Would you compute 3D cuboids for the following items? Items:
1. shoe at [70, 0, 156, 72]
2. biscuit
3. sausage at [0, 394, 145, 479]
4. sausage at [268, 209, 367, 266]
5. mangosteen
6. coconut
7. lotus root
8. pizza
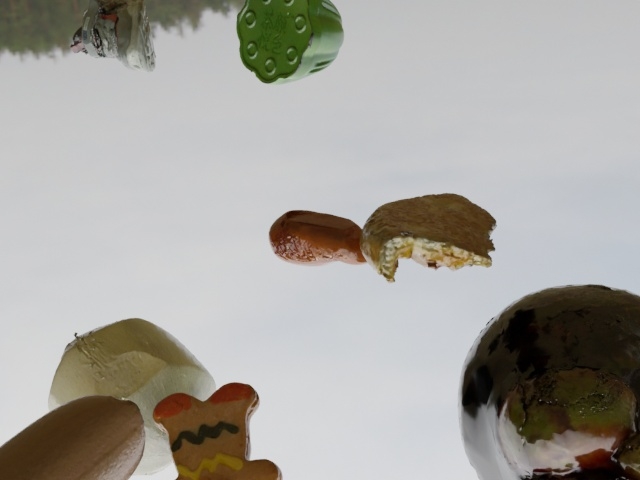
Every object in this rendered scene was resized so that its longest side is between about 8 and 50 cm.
[{"bbox_3d":[-0.321,-0.320,1.483,0.125,0.099,0.227,-9,-149,-10],"label":"shoe"},{"bbox_3d":[-0.133,0.304,1.258,0.165,0.250,0.036,-14,151,5],"label":"biscuit"},{"bbox_3d":[-0.296,0.263,1.007,0.123,0.123,0.253,7,-150,36],"label":"sausage"},{"bbox_3d":[0.000,0.000,1.501,0.179,0.089,0.089,7,-161,22],"label":"sausage"},{"bbox_3d":[0.394,0.260,1.346,0.381,0.381,0.421,-10,-149,-16],"label":"mangosteen"},{"bbox_3d":[-0.297,0.257,1.552,0.245,0.245,0.247,-16,-145,-35],"label":"coconut"},{"bbox_3d":[-0.024,-0.350,1.655,0.186,0.186,0.186,-5,-164,1],"label":"lotus root"},{"bbox_3d":[0.154,-0.005,1.344,0.182,0.074,0.365,16,-163,11],"label":"pizza"}]
